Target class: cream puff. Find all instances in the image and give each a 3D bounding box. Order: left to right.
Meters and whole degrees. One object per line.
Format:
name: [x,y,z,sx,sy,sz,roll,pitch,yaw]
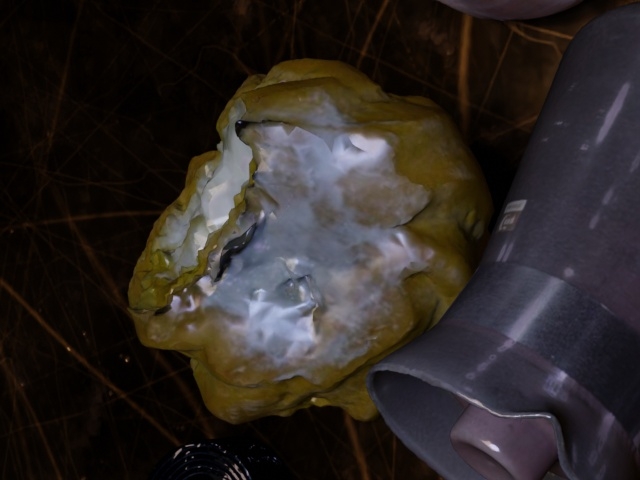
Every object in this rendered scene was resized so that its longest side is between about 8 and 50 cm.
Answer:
cream puff: [0.008,-0.003,1.331,0.274,0.270,0.323,33,111,-3]

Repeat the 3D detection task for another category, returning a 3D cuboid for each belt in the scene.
belt: [-0.100,0.282,1.468,0.151,0.078,0.198,24,99,31]

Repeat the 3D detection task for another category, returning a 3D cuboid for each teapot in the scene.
teapot: [0.201,0.025,1.097,0.253,0.300,0.344,40,72,0]

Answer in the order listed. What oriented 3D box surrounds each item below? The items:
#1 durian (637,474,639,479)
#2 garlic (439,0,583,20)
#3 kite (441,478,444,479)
durian: [0.154,0.250,1.205,0.169,0.158,0.352,33,80,39]
garlic: [0.143,-0.305,1.303,0.292,0.210,0.237,-58,24,24]
kite: [0.176,0.211,1.308,0.232,0.009,0.189,-6,84,36]
